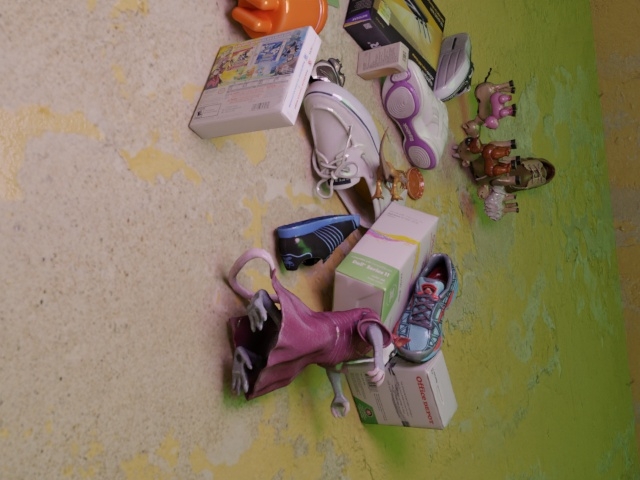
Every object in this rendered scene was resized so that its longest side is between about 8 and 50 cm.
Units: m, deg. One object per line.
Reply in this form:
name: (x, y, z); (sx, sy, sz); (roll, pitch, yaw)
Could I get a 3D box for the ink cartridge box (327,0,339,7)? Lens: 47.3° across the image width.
ink cartridge box: (-0.017, -0.606, 1.559); (0.235, 0.056, 0.171); (-5, 89, -51)

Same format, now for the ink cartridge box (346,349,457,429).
ink cartridge box: (0.174, 0.318, 1.579); (0.087, 0.208, 0.153); (-37, 116, -48)

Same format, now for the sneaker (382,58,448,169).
sneaker: (0.245, -0.330, 1.826); (0.152, 0.114, 0.305); (-53, 137, -34)

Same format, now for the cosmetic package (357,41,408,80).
cosmetic package: (0.145, -0.416, 1.699); (0.041, 0.115, 0.060); (22, 70, -51)

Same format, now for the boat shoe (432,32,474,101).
boat shoe: (0.369, -0.449, 1.982); (0.119, 0.121, 0.335); (61, 37, -28)

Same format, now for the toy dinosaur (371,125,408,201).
toy dinosaur: (0.136, -0.143, 1.523); (0.211, 0.064, 0.112); (40, 49, -68)

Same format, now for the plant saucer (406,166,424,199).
plant saucer: (0.242, -0.146, 1.882); (0.083, 0.013, 0.083); (7, 81, -52)

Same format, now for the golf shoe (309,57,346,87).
golf shoe: (0.029, -0.289, 1.574); (0.094, 0.077, 0.198); (-42, 110, -40)

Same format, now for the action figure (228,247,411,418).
action figure: (0.002, 0.181, 1.370); (0.370, 0.248, 0.275); (0, 60, -36)

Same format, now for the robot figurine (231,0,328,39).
robot figurine: (-0.069, -0.446, 1.406); (0.219, 0.128, 0.158); (-21, 103, -52)

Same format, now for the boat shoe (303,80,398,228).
boat shoe: (0.047, -0.156, 1.544); (0.156, 0.136, 0.367); (-64, 143, -30)

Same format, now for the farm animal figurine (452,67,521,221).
farm animal figurine: (0.473, -0.267, 2.093); (0.326, 0.172, 0.330); (64, 32, -44)

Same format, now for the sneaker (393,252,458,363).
sneaker: (0.216, 0.132, 1.532); (0.125, 0.104, 0.262); (79, 29, -47)

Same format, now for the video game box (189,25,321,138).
video game box: (-0.113, -0.272, 1.268); (0.048, 0.205, 0.187); (42, 55, -47)

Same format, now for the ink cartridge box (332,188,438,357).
ink cartridge box: (0.157, 0.061, 1.602); (0.353, 0.119, 0.207); (-48, 150, -44)

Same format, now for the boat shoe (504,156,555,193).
boat shoe: (0.672, -0.221, 2.376); (0.324, 0.116, 0.123); (-19, 101, -52)

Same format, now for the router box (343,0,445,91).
router box: (0.192, -0.538, 1.803); (0.309, 0.081, 0.243); (35, 59, -46)

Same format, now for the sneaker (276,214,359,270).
sneaker: (0.000, 0.000, 1.497); (0.232, 0.081, 0.090); (-14, 101, -46)
